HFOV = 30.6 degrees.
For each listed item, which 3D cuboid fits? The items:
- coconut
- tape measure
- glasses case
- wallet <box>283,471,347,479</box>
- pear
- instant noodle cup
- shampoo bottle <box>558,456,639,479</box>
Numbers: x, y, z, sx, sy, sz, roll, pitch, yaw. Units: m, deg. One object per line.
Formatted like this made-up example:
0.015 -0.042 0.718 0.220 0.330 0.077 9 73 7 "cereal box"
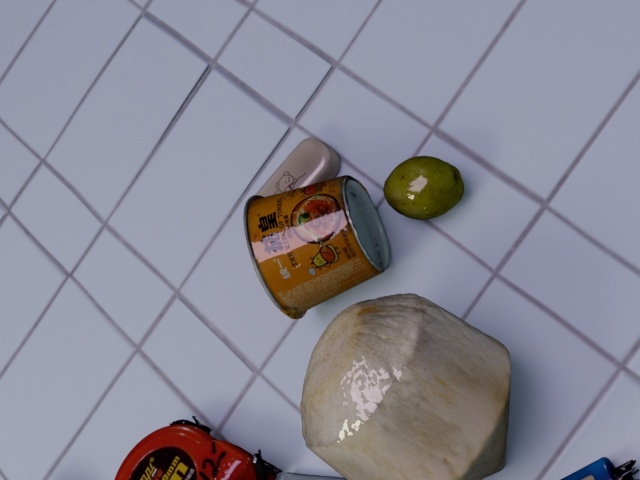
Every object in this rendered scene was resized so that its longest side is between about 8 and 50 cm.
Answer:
0.137 0.240 1.657 0.329 0.329 0.328 -11 69 30 "coconut"
-0.219 0.418 1.910 0.260 0.114 0.253 22 77 41 "tape measure"
-0.050 -0.089 2.018 0.196 0.050 0.083 -50 57 9 "glasses case"
-0.001 0.474 1.809 0.167 0.036 0.222 -1 74 33 "wallet"
0.160 -0.081 1.843 0.131 0.107 0.107 -14 67 25 "pear"
0.000 0.000 1.868 0.172 0.216 0.215 -21 64 18 "instant noodle cup"
0.360 0.360 1.602 0.183 0.050 0.087 -34 56 20 "shampoo bottle"
